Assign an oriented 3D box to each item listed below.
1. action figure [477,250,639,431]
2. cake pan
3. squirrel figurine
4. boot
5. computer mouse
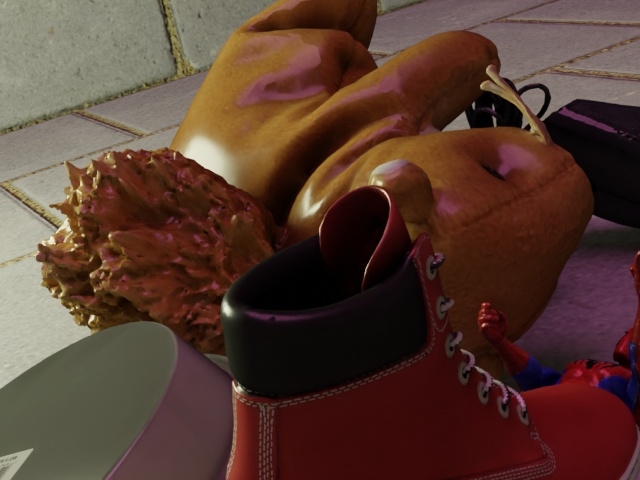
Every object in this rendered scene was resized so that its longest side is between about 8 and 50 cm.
[{"bbox_3d":[0.117,0.089,0.672,0.091,0.139,0.280,6,24,44],"label":"action figure"},{"bbox_3d":[-0.169,0.150,0.667,0.293,0.054,0.293,-31,21,13],"label":"cake pan"},{"bbox_3d":[0.000,0.000,0.871,0.397,0.281,0.370,-24,27,-12],"label":"squirrel figurine"},{"bbox_3d":[0.061,0.057,0.494,0.244,0.176,0.088,-13,22,-41],"label":"boot"},{"bbox_3d":[0.259,-0.052,1.003,0.272,0.188,0.072,5,54,19],"label":"computer mouse"}]
